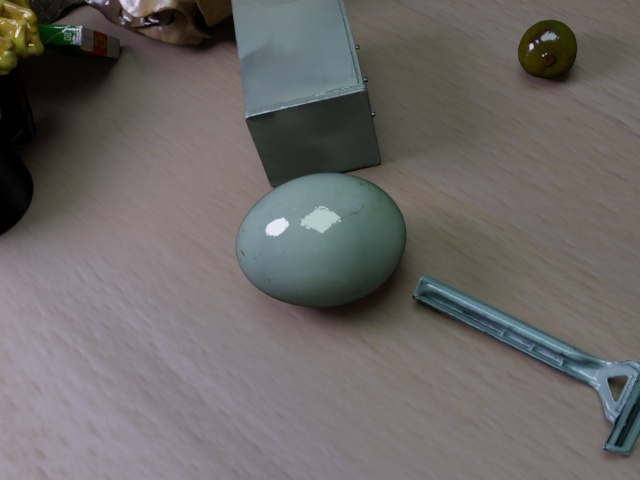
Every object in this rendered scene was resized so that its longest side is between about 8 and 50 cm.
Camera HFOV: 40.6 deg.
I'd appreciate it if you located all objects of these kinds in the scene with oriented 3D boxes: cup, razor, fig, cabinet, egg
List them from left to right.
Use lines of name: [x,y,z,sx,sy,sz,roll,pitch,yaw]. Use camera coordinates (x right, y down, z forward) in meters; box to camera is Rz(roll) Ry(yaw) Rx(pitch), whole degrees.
cup: [-0.444,-0.124,1.118,0.239,0.177,0.166,-42,59,-15]
cabinet: [-0.017,-0.204,1.101,0.150,0.145,0.206,-13,57,4]
egg: [0.000,0.000,0.968,0.192,0.149,0.149,-7,58,11]
razor: [0.222,0.107,0.921,0.277,0.056,0.111,28,104,31]
fig: [0.292,-0.250,1.115,0.073,0.074,0.088,2,38,13]

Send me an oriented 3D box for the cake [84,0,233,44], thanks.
cake: [-0.235,-0.431,1.185,0.321,0.332,0.332,-24,57,1]

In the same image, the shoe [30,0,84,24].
shoe: [-0.420,-0.406,1.341,0.180,0.089,0.092,-29,59,-10]

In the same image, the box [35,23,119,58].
box: [-0.423,-0.286,1.239,0.235,0.132,0.034,4,95,9]

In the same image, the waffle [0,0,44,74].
waffle: [-0.511,-0.272,1.071,0.329,0.062,0.329,8,41,-7]
